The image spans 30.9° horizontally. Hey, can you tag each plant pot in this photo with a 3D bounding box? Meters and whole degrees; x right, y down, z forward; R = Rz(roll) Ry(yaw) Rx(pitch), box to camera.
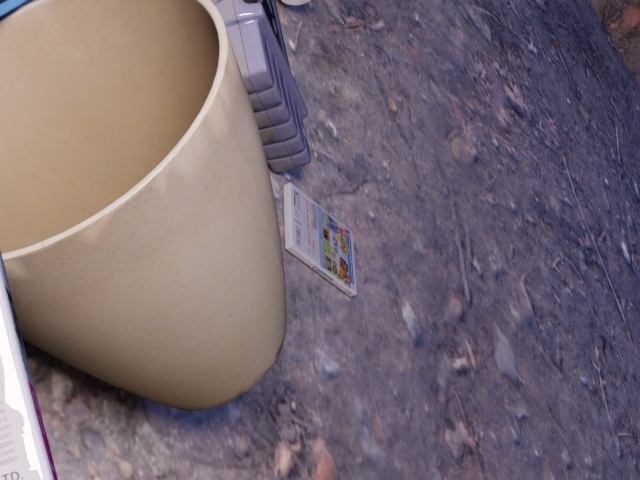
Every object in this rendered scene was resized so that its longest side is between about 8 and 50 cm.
[{"bbox_3d":[-0.133,-0.001,0.837,0.274,0.257,0.256,62,22,-45],"label":"plant pot"}]

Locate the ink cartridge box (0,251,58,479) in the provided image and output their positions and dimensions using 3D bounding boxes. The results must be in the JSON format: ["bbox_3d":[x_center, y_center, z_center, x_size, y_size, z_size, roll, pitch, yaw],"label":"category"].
[{"bbox_3d":[-0.266,0.019,0.618,0.065,0.186,0.311,120,-46,-75],"label":"ink cartridge box"}]

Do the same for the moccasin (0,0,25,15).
[{"bbox_3d":[-0.268,-0.211,0.811,0.342,0.138,0.116,-70,149,-59],"label":"moccasin"}]

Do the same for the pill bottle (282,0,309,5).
[{"bbox_3d":[-0.035,-0.351,1.437,0.065,0.065,0.116,31,44,-48],"label":"pill bottle"}]

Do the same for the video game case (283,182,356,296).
[{"bbox_3d":[0.000,0.000,1.279,0.122,0.011,0.087,38,38,-42],"label":"video game case"}]

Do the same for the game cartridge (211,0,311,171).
[{"bbox_3d":[-0.081,-0.275,1.217,0.230,0.068,0.355,73,5,-68],"label":"game cartridge"}]
